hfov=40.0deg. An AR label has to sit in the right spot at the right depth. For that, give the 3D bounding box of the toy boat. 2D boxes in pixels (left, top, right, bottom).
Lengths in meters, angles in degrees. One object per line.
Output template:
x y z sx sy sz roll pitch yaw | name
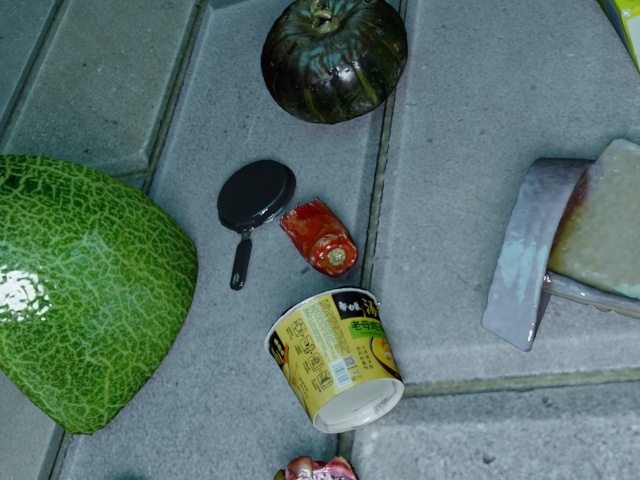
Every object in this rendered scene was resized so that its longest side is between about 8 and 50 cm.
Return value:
0.331 0.004 0.984 0.293 0.111 0.276 -2 54 15 | toy boat

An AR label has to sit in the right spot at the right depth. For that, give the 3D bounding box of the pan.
-0.108 -0.031 1.318 0.136 0.028 0.235 -10 52 26 | pan

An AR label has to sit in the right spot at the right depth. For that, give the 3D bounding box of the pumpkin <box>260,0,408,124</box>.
0.016 -0.289 1.349 0.238 0.159 0.238 -17 44 18 | pumpkin

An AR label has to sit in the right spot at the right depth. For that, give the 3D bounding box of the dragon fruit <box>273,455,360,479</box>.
0.005 0.292 0.966 0.112 0.126 0.068 -51 4 -4 | dragon fruit

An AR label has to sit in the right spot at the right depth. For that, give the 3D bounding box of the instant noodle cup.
0.021 0.145 1.029 0.151 0.151 0.122 -29 54 9 | instant noodle cup

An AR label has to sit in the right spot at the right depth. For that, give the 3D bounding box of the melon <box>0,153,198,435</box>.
-0.367 0.047 1.208 0.226 0.343 0.331 21 72 45 | melon

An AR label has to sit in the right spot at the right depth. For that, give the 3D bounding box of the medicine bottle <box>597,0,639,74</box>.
0.433 -0.346 1.152 0.137 0.141 0.250 -24 47 18 | medicine bottle

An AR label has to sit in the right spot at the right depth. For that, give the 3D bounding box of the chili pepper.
0.000 0.000 1.202 0.123 0.073 0.070 51 132 47 | chili pepper
